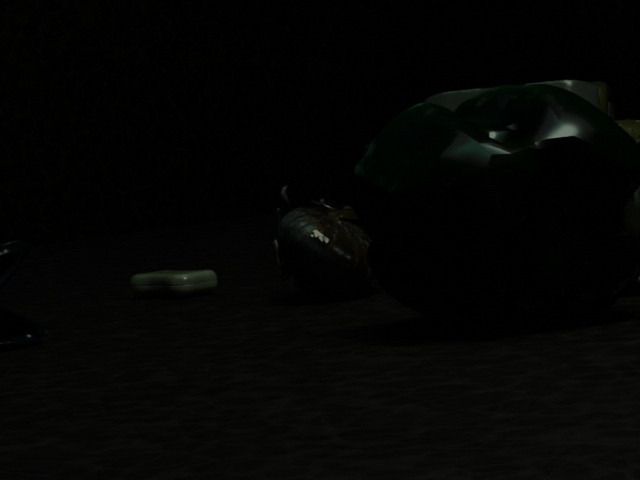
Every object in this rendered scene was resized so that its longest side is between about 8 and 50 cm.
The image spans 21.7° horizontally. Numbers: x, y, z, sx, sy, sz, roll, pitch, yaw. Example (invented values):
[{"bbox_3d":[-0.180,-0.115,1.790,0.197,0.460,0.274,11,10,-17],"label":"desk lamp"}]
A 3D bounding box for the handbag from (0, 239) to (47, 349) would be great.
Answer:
[{"bbox_3d":[-0.497,0.071,1.810,0.329,0.121,0.303,-9,6,-32],"label":"handbag"}]

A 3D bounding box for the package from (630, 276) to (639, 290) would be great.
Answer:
[{"bbox_3d":[0.358,0.034,1.742,0.108,0.031,0.121,-3,4,31],"label":"package"}]

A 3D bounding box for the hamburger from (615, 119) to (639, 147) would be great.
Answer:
[{"bbox_3d":[0.481,-0.101,2.576,0.192,0.167,0.288,-2,1,40],"label":"hamburger"}]

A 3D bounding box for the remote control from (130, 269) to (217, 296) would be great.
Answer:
[{"bbox_3d":[-0.195,0.057,2.212,0.074,0.032,0.122,-9,5,-41],"label":"remote control"}]

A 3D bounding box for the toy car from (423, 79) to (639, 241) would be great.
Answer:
[{"bbox_3d":[0.260,-0.043,2.032,0.242,0.226,0.336,-5,-23,17],"label":"toy car"}]

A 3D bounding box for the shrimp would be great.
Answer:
[{"bbox_3d":[0.003,0.007,2.074,0.145,0.116,0.343,18,1,1],"label":"shrimp"}]

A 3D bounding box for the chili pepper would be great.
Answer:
[{"bbox_3d":[0.178,-0.027,1.592,0.249,0.233,0.257,-24,19,-20],"label":"chili pepper"}]
